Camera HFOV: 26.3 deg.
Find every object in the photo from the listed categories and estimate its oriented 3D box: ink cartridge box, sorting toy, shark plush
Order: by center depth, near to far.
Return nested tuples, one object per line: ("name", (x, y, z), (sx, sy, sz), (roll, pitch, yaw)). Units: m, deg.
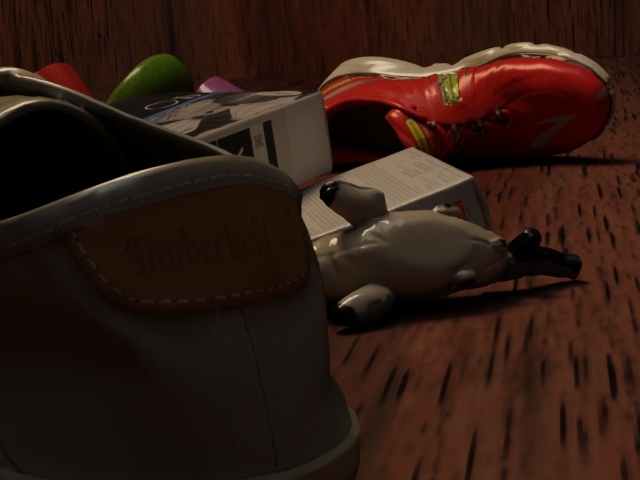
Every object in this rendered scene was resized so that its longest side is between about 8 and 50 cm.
("shark plush", (0.054, 0.005, 0.704), (0.161, 0.073, 0.067), (-12, -18, -17))
("ink cartridge box", (-0.155, -0.028, 0.829), (0.165, 0.065, 0.333), (4, 21, 36))
("ink cartridge box", (0.000, 0.000, 0.832), (0.179, 0.045, 0.145), (-24, 14, -5))
("sorting toy", (-0.120, -0.070, 1.123), (0.126, 0.127, 0.365), (31, 20, 17))

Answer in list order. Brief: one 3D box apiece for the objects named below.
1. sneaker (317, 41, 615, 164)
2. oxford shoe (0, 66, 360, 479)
("sneaker", (0.111, -0.096, 1.171), (0.279, 0.107, 0.118), (-2, 29, 26))
("oxford shoe", (-0.149, -0.007, 0.542), (0.169, 0.130, 0.449), (-12, 18, -38))
